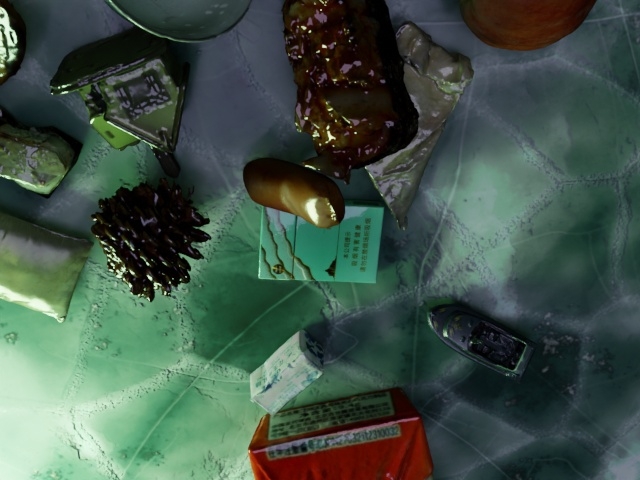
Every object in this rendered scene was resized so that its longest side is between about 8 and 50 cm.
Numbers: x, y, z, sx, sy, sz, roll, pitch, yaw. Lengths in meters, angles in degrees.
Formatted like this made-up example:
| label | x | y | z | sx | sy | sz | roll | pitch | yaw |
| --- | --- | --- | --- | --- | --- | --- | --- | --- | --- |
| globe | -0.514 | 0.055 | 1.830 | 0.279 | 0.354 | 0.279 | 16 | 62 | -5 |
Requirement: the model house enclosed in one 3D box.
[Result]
| label | x | y | z | sx | sy | sz | roll | pitch | yaw |
| --- | --- | --- | --- | --- | --- | --- | --- | --- | --- |
| model house | -0.293 | -0.202 | 1.498 | 0.205 | 0.218 | 0.278 | -20 | 117 | 6 |

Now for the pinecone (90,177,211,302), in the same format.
| label | x | y | z | sx | sy | sz | roll | pitch | yaw |
| --- | --- | --- | --- | --- | --- | --- | --- | --- | --- |
| pinecone | -0.292 | -0.007 | 1.578 | 0.221 | 0.221 | 0.221 | -1 | 113 | -3 |

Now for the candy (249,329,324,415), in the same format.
| label | x | y | z | sx | sy | sz | roll | pitch | yaw |
| --- | --- | --- | --- | --- | --- | --- | --- | --- | --- |
| candy | -0.066 | 0.266 | 1.771 | 0.073 | 0.092 | 0.160 | 41 | 107 | -20 |

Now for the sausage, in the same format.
| label | x | y | z | sx | sy | sz | roll | pitch | yaw |
| --- | --- | --- | --- | --- | --- | --- | --- | --- | --- |
| sausage | -0.047 | -0.090 | 1.521 | 0.083 | 0.300 | 0.089 | -25 | 115 | -25 |

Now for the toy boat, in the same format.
| label | x | y | z | sx | sy | sz | roll | pitch | yaw |
| --- | --- | --- | --- | --- | --- | --- | --- | --- | --- |
| toy boat | 0.318 | 0.196 | 1.763 | 0.246 | 0.103 | 0.093 | 28 | 84 | -9 |

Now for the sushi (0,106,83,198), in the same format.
| label | x | y | z | sx | sy | sz | roll | pitch | yaw |
| --- | --- | --- | --- | --- | --- | --- | --- | --- | --- |
| sushi | -0.571 | -0.165 | 1.545 | 0.273 | 0.109 | 0.134 | 28 | 109 | -15 |

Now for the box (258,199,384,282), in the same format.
| label | x | y | z | sx | sy | sz | roll | pitch | yaw |
| --- | --- | --- | --- | --- | --- | --- | --- | --- | --- |
| box | -0.001 | 0.000 | 1.687 | 0.229 | 0.041 | 0.162 | 3 | 113 | -5 |

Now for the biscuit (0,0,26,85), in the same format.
| label | x | y | z | sx | sy | sz | roll | pitch | yaw |
| --- | --- | --- | --- | --- | --- | --- | --- | --- | --- |
| biscuit | -0.634 | -0.332 | 1.416 | 0.318 | 0.040 | 0.318 | -6 | 152 | -3 |

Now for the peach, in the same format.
| label | x | y | z | sx | sy | sz | roll | pitch | yaw |
| --- | --- | --- | --- | --- | --- | --- | --- | --- | --- |
| peach | 0.354 | -0.423 | 1.435 | 0.257 | 0.232 | 0.232 | 0 | 113 | -5 |

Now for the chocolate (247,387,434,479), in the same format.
| label | x | y | z | sx | sy | sz | roll | pitch | yaw |
| --- | --- | --- | --- | --- | --- | --- | --- | --- | --- |
| chocolate | 0.058 | 0.494 | 1.839 | 0.360 | 0.161 | 0.341 | -12 | 113 | 1 |

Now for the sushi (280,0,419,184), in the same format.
| label | x | y | z | sx | sy | sz | roll | pitch | yaw |
| --- | --- | --- | --- | --- | --- | --- | --- | --- | --- |
| sushi | 0.033 | -0.261 | 1.455 | 0.196 | 0.182 | 0.343 | -15 | 87 | 33 |

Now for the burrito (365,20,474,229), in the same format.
| label | x | y | z | sx | sy | sz | roll | pitch | yaw |
| --- | --- | --- | --- | --- | --- | --- | --- | --- | --- |
| burrito | 0.139 | -0.206 | 1.578 | 0.175 | 0.107 | 0.347 | 23 | 108 | 4 |

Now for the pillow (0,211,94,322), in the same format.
| label | x | y | z | sx | sy | sz | roll | pitch | yaw |
| --- | --- | --- | --- | --- | --- | --- | --- | --- | --- |
| pillow | -0.595 | 0.030 | 1.647 | 0.302 | 0.075 | 0.185 | 21 | 111 | -15 |

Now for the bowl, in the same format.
| label | x | y | z | sx | sy | sz | roll | pitch | yaw |
| --- | --- | --- | --- | --- | --- | --- | --- | --- | --- |
| bowl | -0.268 | -0.448 | 1.404 | 0.146 | 0.313 | 0.313 | -10 | 124 | 50 |
